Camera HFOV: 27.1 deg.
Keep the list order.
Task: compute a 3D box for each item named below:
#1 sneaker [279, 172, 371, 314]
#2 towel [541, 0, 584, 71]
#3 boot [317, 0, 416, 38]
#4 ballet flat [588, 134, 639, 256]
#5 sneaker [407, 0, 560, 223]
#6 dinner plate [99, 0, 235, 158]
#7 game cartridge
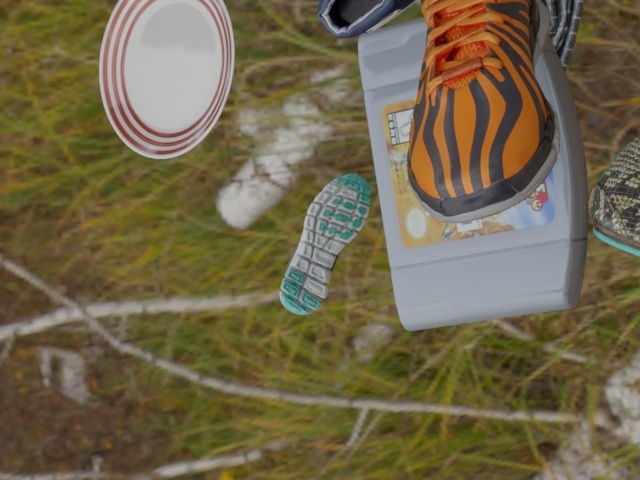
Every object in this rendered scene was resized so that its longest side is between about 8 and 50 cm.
[{"bbox_3d":[0.000,0.000,1.471,0.166,0.065,0.076,-61,7,1],"label":"sneaker"},{"bbox_3d":[0.201,-0.192,1.463,0.235,0.121,0.283,-152,70,-83],"label":"towel"},{"bbox_3d":[0.077,-0.211,0.921,0.069,0.086,0.190,43,109,-4],"label":"boot"},{"bbox_3d":[0.566,0.015,1.607,0.483,0.164,0.182,29,109,10],"label":"ballet flat"},{"bbox_3d":[0.098,-0.163,1.012,0.125,0.321,0.180,-16,126,18],"label":"sneaker"},{"bbox_3d":[-0.110,-0.130,0.972,0.141,0.017,0.141,-2,87,40],"label":"dinner plate"},{"bbox_3d":[0.147,-0.073,1.251,0.198,0.062,0.297,-11,86,33],"label":"game cartridge"}]
